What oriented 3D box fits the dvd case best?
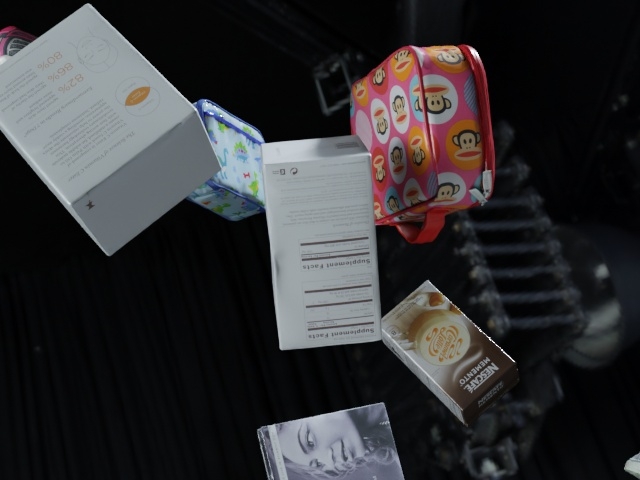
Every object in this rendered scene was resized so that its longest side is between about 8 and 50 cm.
[{"bbox_3d":[0.024,0.322,1.364,0.221,0.164,0.018,-4,-17,-38],"label":"dvd case"}]

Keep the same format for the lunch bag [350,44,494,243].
[{"bbox_3d":[0.136,-0.125,1.393,0.120,0.258,0.293,-6,-2,-18],"label":"lunch bag"}]

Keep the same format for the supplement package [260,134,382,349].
[{"bbox_3d":[0.000,0.000,1.271,0.134,0.139,0.244,-6,-72,-3],"label":"supplement package"}]

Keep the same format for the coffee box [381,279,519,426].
[{"bbox_3d":[0.243,0.214,1.883,0.141,0.246,0.098,-40,-31,-10],"label":"coffee box"}]

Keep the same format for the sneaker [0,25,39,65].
[{"bbox_3d":[-0.406,-0.277,1.646,0.121,0.112,0.299,-30,-22,26],"label":"sneaker"}]

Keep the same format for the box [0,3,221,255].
[{"bbox_3d":[-0.192,-0.097,0.851,0.130,0.170,0.091,-39,-27,-11],"label":"box"}]

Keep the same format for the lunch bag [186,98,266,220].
[{"bbox_3d":[-0.173,-0.142,1.728,0.090,0.176,0.219,-16,-23,25],"label":"lunch bag"}]

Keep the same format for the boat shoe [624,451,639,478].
[{"bbox_3d":[0.529,0.330,1.478,0.079,0.081,0.227,30,-14,4],"label":"boat shoe"}]
